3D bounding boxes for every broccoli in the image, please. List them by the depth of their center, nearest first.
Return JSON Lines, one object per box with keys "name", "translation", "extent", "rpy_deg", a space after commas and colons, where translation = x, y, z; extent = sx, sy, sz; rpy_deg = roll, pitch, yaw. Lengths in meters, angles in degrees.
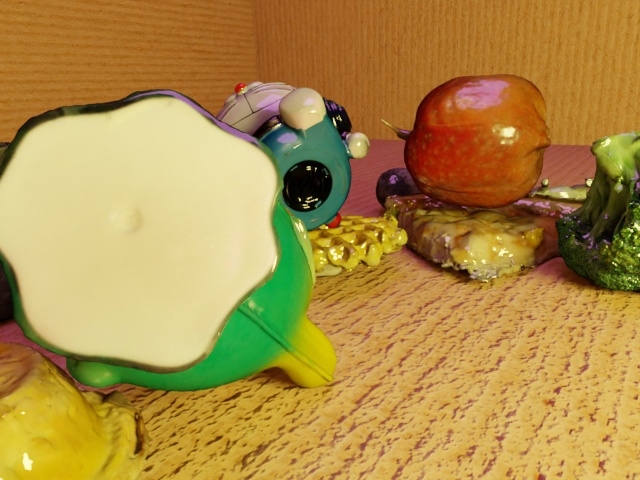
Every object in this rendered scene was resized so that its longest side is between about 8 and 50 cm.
{"name": "broccoli", "translation": [0.470, -0.037, 0.743], "extent": [0.261, 0.242, 0.269], "rpy_deg": [-17, -14, 28]}

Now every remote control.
{"name": "remote control", "translation": [-0.003, 0.030, 0.896], "extent": [0.074, 0.032, 0.122], "rpy_deg": [-3, 17, -5]}

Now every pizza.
{"name": "pizza", "translation": [0.297, -0.041, 1.023], "extent": [0.434, 0.080, 0.391], "rpy_deg": [-12, 19, -36]}

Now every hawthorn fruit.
{"name": "hawthorn fruit", "translation": [0.283, -0.176, 0.944], "extent": [0.261, 0.258, 0.258], "rpy_deg": [-25, 5, 26]}

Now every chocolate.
{"name": "chocolate", "translation": [0.217, -0.135, 1.307], "extent": [0.110, 0.110, 0.248], "rpy_deg": [8, 14, 31]}

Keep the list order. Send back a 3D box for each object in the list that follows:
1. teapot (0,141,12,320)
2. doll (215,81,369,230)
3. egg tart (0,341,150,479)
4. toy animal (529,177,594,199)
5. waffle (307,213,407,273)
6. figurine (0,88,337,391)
{"name": "teapot", "translation": [-0.538, -0.026, 0.703], "extent": [0.223, 0.285, 0.305], "rpy_deg": [5, 17, 23]}
{"name": "doll", "translation": [-0.070, -0.137, 0.858], "extent": [0.284, 0.240, 0.310], "rpy_deg": [-32, 32, -6]}
{"name": "egg tart", "translation": [-0.273, 0.156, 0.370], "extent": [0.288, 0.119, 0.288], "rpy_deg": [1, 13, 0]}
{"name": "toy animal", "translation": [0.557, -0.107, 1.235], "extent": [0.216, 0.074, 0.176], "rpy_deg": [5, 3, 9]}
{"name": "waffle", "translation": [0.000, -0.002, 0.854], "extent": [0.290, 0.051, 0.291], "rpy_deg": [-2, 14, 1]}
{"name": "figurine", "translation": [-0.121, 0.033, 0.481], "extent": [0.323, 0.232, 0.340], "rpy_deg": [33, -13, 10]}
